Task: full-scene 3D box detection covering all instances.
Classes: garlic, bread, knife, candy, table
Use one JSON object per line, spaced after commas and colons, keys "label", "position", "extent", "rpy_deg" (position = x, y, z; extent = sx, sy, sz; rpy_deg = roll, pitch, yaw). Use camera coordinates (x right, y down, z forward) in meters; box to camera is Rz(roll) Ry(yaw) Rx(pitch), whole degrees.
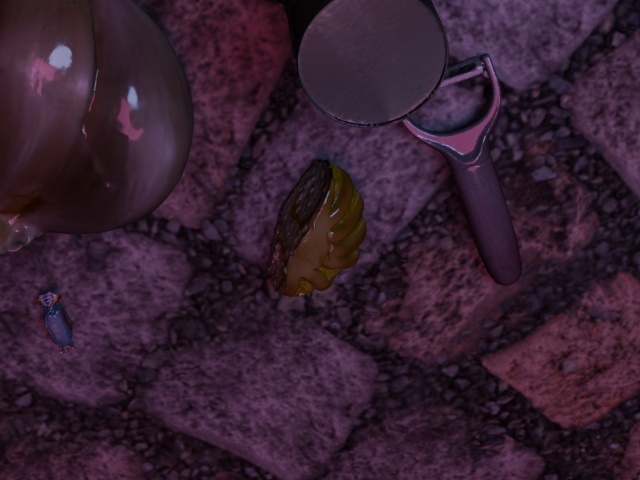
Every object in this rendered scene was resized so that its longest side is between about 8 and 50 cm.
{"label": "garlic", "position": [-0.256, -0.114, 1.113], "extent": [0.279, 0.132, 0.325], "rpy_deg": [18, 124, -25]}
{"label": "bread", "position": [0.000, 0.000, 1.242], "extent": [0.094, 0.083, 0.157], "rpy_deg": [24, 116, -33]}
{"label": "knife", "position": [0.158, -0.051, 1.238], "extent": [0.123, 0.053, 0.278], "rpy_deg": [-17, 121, 11]}
{"label": "candy", "position": [-0.287, 0.091, 1.297], "extent": [0.030, 0.020, 0.083], "rpy_deg": [-13, 123, 4]}
{"label": "table", "position": [0.032, -0.203, 1.028], "extent": [0.126, 0.220, 0.126], "rpy_deg": [-3, 123, -5]}
